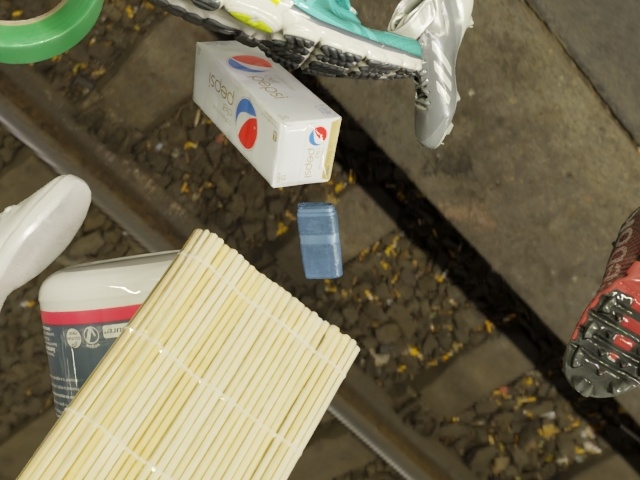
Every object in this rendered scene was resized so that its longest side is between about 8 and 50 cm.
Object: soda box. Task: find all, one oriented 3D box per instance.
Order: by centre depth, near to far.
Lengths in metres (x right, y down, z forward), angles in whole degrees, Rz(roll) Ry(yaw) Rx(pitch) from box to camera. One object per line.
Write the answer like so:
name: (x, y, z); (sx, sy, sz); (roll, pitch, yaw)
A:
soda box: (-0.062, -0.139, 0.933); (0.069, 0.216, 0.074); (-9, 125, -28)

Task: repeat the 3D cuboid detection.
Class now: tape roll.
tape roll: (-0.560, -0.484, 1.623); (0.321, 0.321, 0.077); (17, 164, -6)

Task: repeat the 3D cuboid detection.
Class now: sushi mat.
sushi mat: (-0.104, 0.154, 0.576); (0.151, 0.316, 0.019); (36, 154, -9)

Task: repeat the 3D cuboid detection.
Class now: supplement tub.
supplement tub: (-0.159, 0.152, 0.862); (0.191, 0.191, 0.272); (-7, 94, 9)

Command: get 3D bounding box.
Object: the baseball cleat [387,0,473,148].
baseball cleat: (0.123, -0.216, 1.082); (0.109, 0.072, 0.205); (3, 103, -28)

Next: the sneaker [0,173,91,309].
sneaker: (-0.305, 0.007, 0.805); (0.094, 0.080, 0.212); (43, 89, 14)

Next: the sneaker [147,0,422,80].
sneaker: (-0.023, -0.214, 0.757); (0.275, 0.107, 0.110); (22, 84, -23)

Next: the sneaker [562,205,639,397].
sneaker: (0.345, 0.045, 0.934); (0.098, 0.135, 0.276); (34, 90, 3)

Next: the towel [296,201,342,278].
towel: (0.000, 0.000, 1.380); (0.067, 0.029, 0.119); (1, 107, 24)
